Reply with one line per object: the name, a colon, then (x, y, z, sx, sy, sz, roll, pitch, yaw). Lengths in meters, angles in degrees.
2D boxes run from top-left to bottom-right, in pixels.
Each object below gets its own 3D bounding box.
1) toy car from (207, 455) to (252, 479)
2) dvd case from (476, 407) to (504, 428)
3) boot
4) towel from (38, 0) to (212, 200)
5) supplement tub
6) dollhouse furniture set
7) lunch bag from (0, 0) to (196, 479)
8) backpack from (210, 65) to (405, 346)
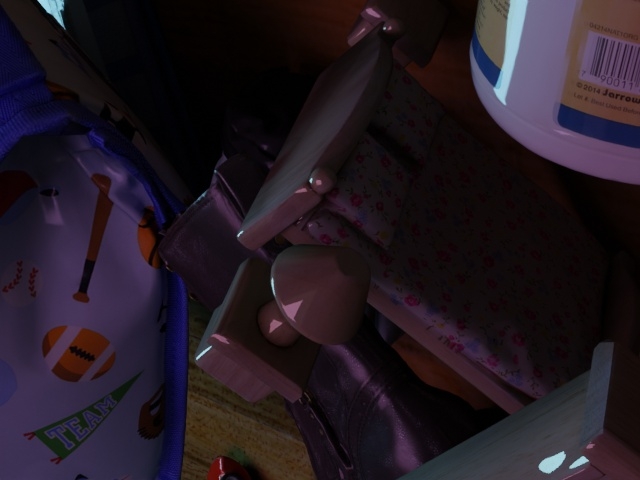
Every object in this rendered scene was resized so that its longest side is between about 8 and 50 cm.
toy car: (-0.067, 0.329, 1.063, 0.239, 0.053, 0.225, -118, 39, -57)
dvd case: (0.076, 0.244, 0.873, 0.253, 0.022, 0.180, 128, 139, -53)
boot: (-0.005, 0.072, 0.718, 0.229, 0.091, 0.263, 48, 155, 6)
towel: (-0.197, -0.109, 1.045, 0.285, 0.034, 0.209, -8, 104, 51)
supplement tub: (0.141, -0.137, 0.501, 0.144, 0.144, 0.200, 35, 137, 33)
dollhouse furniture set: (0.136, 0.027, 0.578, 0.303, 0.355, 0.174, 38, 133, -15)
lunch bag: (-0.232, -0.022, 0.890, 0.328, 0.239, 0.385, 49, 147, 38)
backpack: (0.000, 0.000, 0.798, 0.152, 0.115, 0.182, 28, 136, 35)
